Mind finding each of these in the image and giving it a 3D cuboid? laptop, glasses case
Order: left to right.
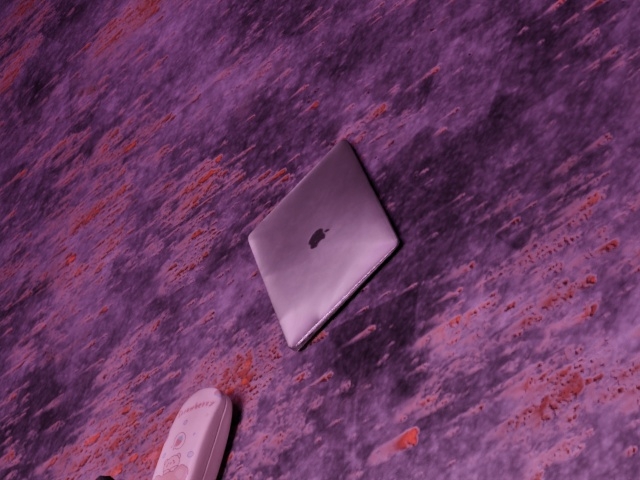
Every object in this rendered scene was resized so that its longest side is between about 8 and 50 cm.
[{"bbox_3d":[-0.155,0.266,1.931,0.081,0.051,0.204,-21,44,46],"label":"glasses case"},{"bbox_3d":[0.000,0.000,2.013,0.187,0.015,0.269,-46,31,14],"label":"laptop"}]

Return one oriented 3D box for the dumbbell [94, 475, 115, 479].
[{"bbox_3d":[-0.286,0.332,2.068,0.083,0.036,0.040,-46,33,14],"label":"dumbbell"}]
